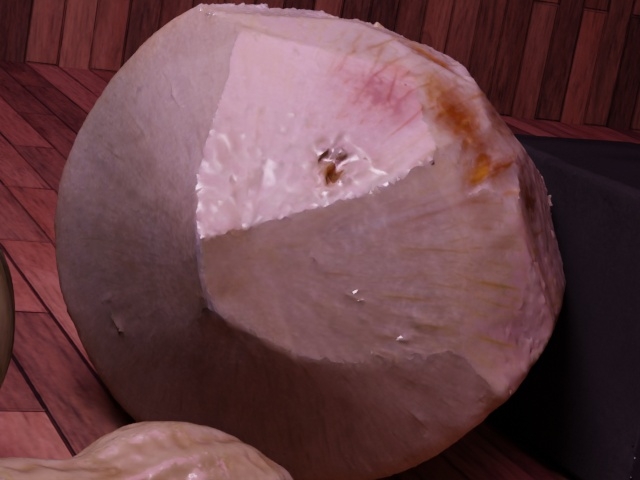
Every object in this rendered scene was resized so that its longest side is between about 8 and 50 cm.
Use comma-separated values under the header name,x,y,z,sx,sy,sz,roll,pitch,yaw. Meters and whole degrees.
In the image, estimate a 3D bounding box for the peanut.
name,x,y,z,sx,sy,sz,roll,pitch,yaw
peanut,-0.126,0.166,0.910,0.256,0.124,0.123,2,15,-30

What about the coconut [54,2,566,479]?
name,x,y,z,sx,sy,sz,roll,pitch,yaw
coconut,0.000,0.000,1.214,0.415,0.345,0.415,10,10,-2

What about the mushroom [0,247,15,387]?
name,x,y,z,sx,sy,sz,roll,pitch,yaw
mushroom,-0.348,0.046,0.917,0.352,0.260,0.352,3,6,0

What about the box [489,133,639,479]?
name,x,y,z,sx,sy,sz,roll,pitch,yaw
box,0.274,0.058,1.373,0.204,0.251,0.345,3,15,-27
